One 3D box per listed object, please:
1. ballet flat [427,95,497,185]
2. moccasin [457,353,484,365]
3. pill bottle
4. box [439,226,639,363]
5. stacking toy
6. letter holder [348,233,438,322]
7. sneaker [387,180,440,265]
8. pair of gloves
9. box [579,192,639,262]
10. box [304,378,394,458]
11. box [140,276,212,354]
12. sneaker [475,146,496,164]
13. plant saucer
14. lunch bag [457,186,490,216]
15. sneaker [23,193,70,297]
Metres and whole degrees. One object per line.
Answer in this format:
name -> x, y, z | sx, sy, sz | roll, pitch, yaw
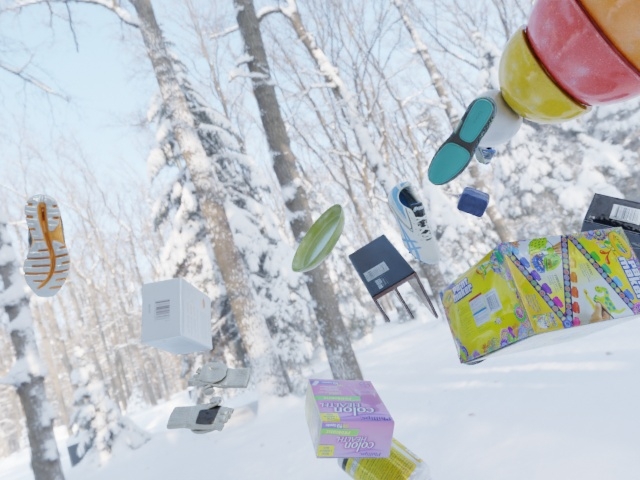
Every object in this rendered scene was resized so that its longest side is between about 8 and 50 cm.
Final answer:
ballet flat -> 0.276, -0.188, 0.892 | 0.070, 0.070, 0.188 | -7, -41, -49
moccasin -> 0.594, 0.345, 1.693 | 0.139, 0.147, 0.380 | -31, -24, -22
pill bottle -> 0.233, 0.758, 1.504 | 0.188, 0.334, 0.188 | -33, -43, -37
box -> 0.452, 0.125, 0.968 | 0.279, 0.177, 0.290 | -6, -23, -14
stacking toy -> 0.455, -0.344, 0.863 | 0.350, 0.350, 0.480 | -10, -18, -42
letter holder -> 0.236, 0.151, 1.521 | 0.152, 0.214, 0.302 | -32, 25, 3
sneaker -> 0.252, -0.046, 1.221 | 0.085, 0.237, 0.086 | -19, -13, -23
pair of gloves -> -0.339, 0.473, 1.417 | 0.204, 0.042, 0.240 | 1, 37, 18
box -> 0.712, -0.017, 1.105 | 0.093, 0.156, 0.158 | -57, -31, -22
box -> 0.077, 0.528, 1.391 | 0.213, 0.117, 0.243 | 6, 11, -11
box -> -0.316, 0.174, 1.030 | 0.091, 0.130, 0.170 | -11, -24, 5
sneaker -> 0.465, -0.283, 1.330 | 0.052, 0.135, 0.058 | -2, -36, -28
plant saucer -> 0.000, 0.000, 1.355 | 0.241, 0.037, 0.241 | -48, 18, 22
lunch bag -> 0.480, -0.125, 1.460 | 0.065, 0.098, 0.067 | -47, -23, -51
sneaker -> -0.577, 0.013, 0.980 | 0.084, 0.215, 0.083 | 0, -3, -27
